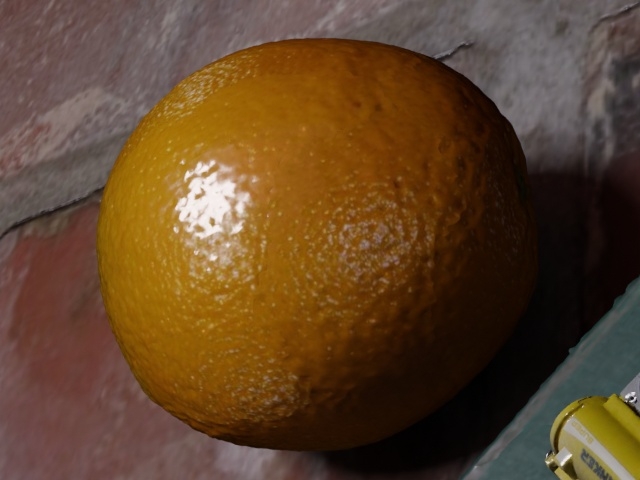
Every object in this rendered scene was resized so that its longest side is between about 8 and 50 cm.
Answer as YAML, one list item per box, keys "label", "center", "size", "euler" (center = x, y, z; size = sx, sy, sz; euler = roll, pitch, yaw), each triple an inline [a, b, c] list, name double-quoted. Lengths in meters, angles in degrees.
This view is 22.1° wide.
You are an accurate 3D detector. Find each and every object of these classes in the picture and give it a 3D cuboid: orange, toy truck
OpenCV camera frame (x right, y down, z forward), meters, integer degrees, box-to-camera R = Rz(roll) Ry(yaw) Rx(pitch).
- label: "orange"
  center: [0.000, 0.000, 0.754]
  size: [0.206, 0.206, 0.206]
  euler: [-25, 38, 22]
- label: "toy truck"
  center: [0.125, 0.087, 0.513]
  size: [0.063, 0.052, 0.123]
  euler: [-44, 38, 2]

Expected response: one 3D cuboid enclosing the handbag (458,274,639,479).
- label: "handbag"
  center: [0.163, 0.118, 0.561]
  size: [0.326, 0.089, 0.238]
  euler: [-46, 36, -9]
